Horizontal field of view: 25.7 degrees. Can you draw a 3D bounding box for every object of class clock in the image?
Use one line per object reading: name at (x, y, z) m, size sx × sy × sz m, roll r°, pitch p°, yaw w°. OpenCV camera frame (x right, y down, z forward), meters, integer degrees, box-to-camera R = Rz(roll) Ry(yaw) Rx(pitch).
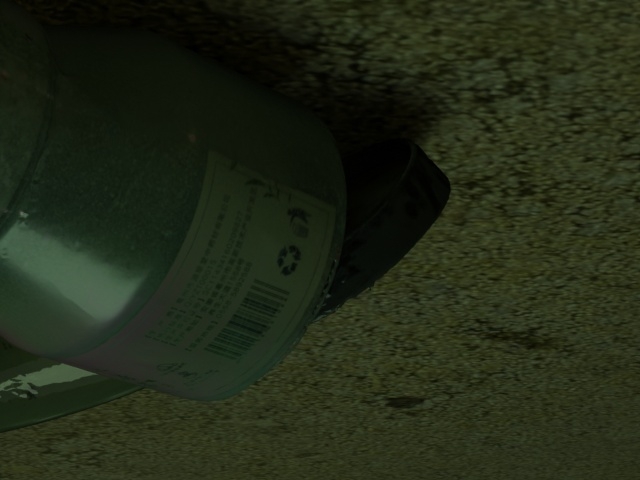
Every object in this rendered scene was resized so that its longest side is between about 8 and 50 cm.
clock at (0.000, 0.000, 1.128) m, size 0.226 × 0.226 × 0.049 m, roll -24°, pitch 109°, yaw 37°

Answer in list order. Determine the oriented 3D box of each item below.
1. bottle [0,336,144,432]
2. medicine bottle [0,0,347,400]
bottle at (-0.206, 0.073, 1.295) m, size 0.347 × 0.168 × 0.168 m, roll -14°, pitch 154°, yaw 14°
medicine bottle at (-0.162, -0.038, 0.972) m, size 0.245 × 0.245 × 0.290 m, roll -25°, pitch 145°, yaw 38°
